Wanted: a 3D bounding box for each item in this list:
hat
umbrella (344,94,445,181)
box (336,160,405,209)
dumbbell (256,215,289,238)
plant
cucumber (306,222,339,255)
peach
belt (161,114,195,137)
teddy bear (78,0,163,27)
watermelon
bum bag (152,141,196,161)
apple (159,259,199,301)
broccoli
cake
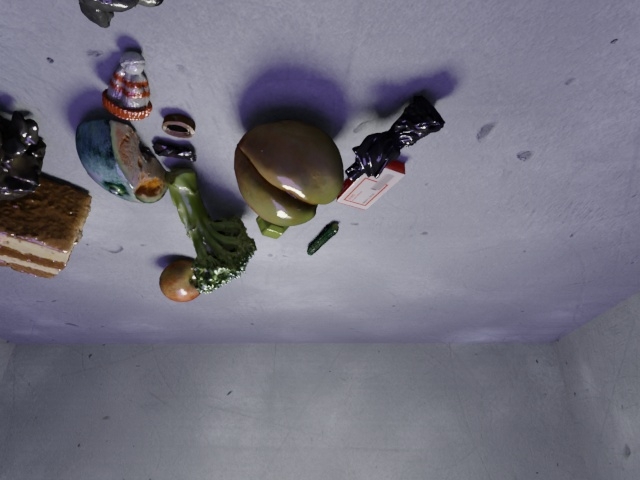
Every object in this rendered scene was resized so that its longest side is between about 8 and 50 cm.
[{"bbox_3d":[-0.441,-0.366,0.967,0.112,0.093,0.162,6,134,-30],"label":"hat"},{"bbox_3d":[0.174,-0.248,1.047,0.273,0.110,0.122,-36,-179,15],"label":"umbrella"},{"bbox_3d":[0.151,-0.179,1.307,0.123,0.049,0.229,15,148,-23],"label":"box"},{"bbox_3d":[-0.109,-0.112,1.375,0.108,0.121,0.302,-15,164,-37],"label":"dumbbell"},{"bbox_3d":[-0.849,-0.225,1.114,0.189,0.198,0.276,16,152,-37],"label":"plant"},{"bbox_3d":[0.000,0.001,1.646,0.044,0.043,0.257,18,148,-19],"label":"cucumber"},{"bbox_3d":[-0.089,-0.182,1.107,0.293,0.247,0.291,11,128,15],"label":"peach"},{"bbox_3d":[-0.376,-0.305,1.104,0.084,0.035,0.059,8,144,-14],"label":"belt"},{"bbox_3d":[-0.324,-0.439,0.678,0.144,0.250,0.171,17,161,-25],"label":"teddy bear"},{"bbox_3d":[-0.579,-0.193,1.168,0.189,0.175,0.321,-5,150,10],"label":"watermelon"},{"bbox_3d":[-0.420,-0.255,1.196,0.125,0.034,0.058,8,159,-12],"label":"bum bag"},{"bbox_3d":[-0.613,0.180,1.841,0.174,0.188,0.188,-5,152,33],"label":"apple"},{"bbox_3d":[-0.378,-0.043,1.396,0.275,0.396,0.353,-30,-178,-20],"label":"broccoli"},{"bbox_3d":[-0.937,-0.044,1.367,0.282,0.255,0.291,25,147,-38],"label":"cake"}]
